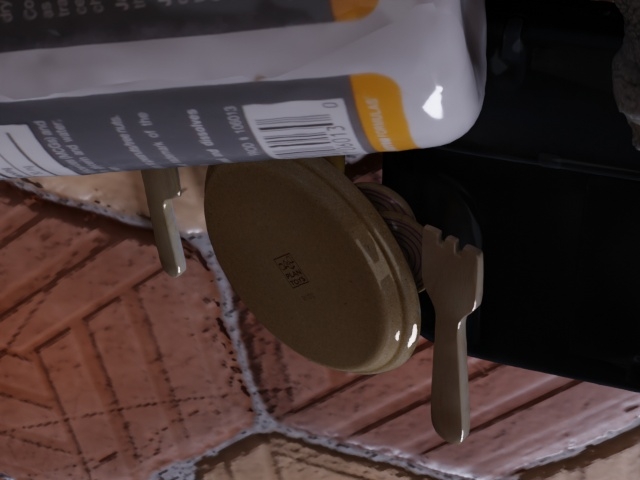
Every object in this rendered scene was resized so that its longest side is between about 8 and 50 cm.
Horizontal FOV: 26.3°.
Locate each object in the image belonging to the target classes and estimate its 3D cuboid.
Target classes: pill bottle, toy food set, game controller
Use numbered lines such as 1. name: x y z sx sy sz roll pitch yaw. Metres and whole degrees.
1. pill bottle: -0.087 -0.102 0.474 0.279 0.162 0.162 -3 129 11
2. toy food set: 0.000 0.000 0.594 0.192 0.038 0.132 29 141 31
3. game controller: 0.174 -0.002 0.537 0.319 0.067 0.166 11 128 19

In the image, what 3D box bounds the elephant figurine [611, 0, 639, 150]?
1. elephant figurine: 0.129 -0.175 0.390 0.186 0.169 0.239 -20 119 41
